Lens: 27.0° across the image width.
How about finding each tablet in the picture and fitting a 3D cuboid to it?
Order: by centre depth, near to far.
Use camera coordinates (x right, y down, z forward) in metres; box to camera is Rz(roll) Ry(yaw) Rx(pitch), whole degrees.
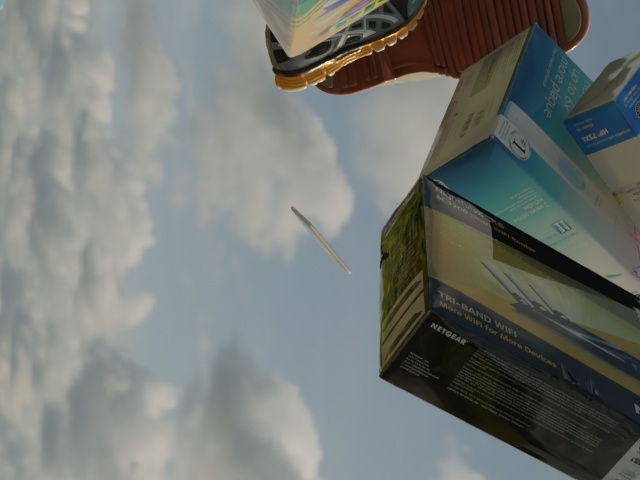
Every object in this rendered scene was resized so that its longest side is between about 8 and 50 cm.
[{"bbox_3d":[0.000,0.000,1.423,0.006,0.083,0.054,-42,-147,-3],"label":"tablet"}]

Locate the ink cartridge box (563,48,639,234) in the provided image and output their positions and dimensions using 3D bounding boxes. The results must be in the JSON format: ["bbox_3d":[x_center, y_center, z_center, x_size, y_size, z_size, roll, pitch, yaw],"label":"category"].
[{"bbox_3d":[0.380,-0.084,1.458,0.078,0.134,0.231,-21,-70,49],"label":"ink cartridge box"}]

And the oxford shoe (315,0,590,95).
[{"bbox_3d":[0.175,-0.281,1.762,0.146,0.396,0.141,-24,109,-58],"label":"oxford shoe"}]

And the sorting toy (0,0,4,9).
[{"bbox_3d":[-0.328,-0.173,1.158,0.208,0.038,0.193,-63,175,35],"label":"sorting toy"}]

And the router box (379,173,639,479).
[{"bbox_3d":[0.199,0.094,1.178,0.081,0.308,0.243,-55,-165,26],"label":"router box"}]

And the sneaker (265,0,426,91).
[{"bbox_3d":[0.031,-0.255,1.545,0.084,0.214,0.083,31,-30,60],"label":"sneaker"}]

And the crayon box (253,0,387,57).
[{"bbox_3d":[0.048,-0.210,0.807,0.083,0.203,0.323,58,-2,-2],"label":"crayon box"}]

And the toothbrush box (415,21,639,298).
[{"bbox_3d":[0.278,-0.064,1.538,0.126,0.295,0.216,-29,-155,43],"label":"toothbrush box"}]
